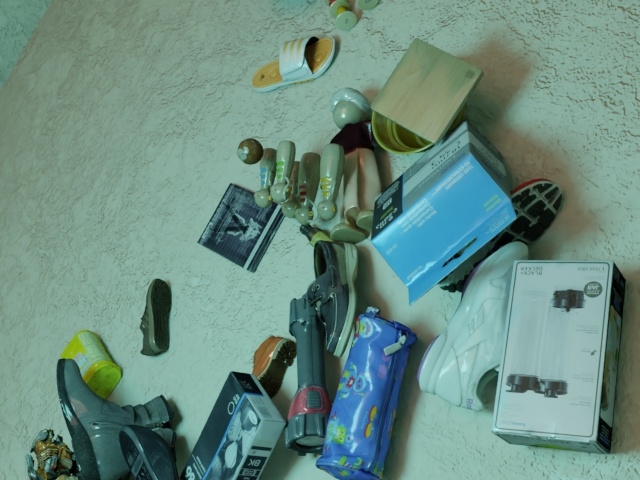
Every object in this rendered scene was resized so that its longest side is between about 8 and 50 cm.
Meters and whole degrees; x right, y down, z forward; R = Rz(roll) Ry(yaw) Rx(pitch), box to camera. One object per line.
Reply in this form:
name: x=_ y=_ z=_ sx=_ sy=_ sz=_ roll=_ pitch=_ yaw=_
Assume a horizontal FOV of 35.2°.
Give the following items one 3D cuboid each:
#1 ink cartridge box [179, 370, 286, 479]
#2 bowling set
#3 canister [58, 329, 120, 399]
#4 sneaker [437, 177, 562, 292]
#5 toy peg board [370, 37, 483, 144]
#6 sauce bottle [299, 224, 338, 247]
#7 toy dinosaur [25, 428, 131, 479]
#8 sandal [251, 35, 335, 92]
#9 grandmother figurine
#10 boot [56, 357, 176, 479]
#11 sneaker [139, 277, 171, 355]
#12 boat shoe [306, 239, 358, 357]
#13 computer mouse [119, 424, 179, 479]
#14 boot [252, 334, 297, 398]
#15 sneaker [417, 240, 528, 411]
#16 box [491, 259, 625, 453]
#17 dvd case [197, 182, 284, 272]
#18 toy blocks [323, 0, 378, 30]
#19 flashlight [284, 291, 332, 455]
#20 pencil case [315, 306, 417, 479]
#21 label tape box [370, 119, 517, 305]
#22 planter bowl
ink cartridge box: x=-0.186 y=0.435 z=1.954 sx=0.165 sy=0.065 sz=0.332 roll=45 pitch=117 yaw=51
bowling set: x=-0.087 y=-0.118 z=2.083 sx=0.287 sy=0.200 sz=0.154 roll=163 pitch=115 yaw=-70
canister: x=-0.561 y=0.308 z=2.439 sx=0.126 sy=0.073 sz=0.170 roll=-53 pitch=41 yaw=7
sneaker: x=0.297 y=-0.030 z=1.801 sx=0.279 sy=0.107 sz=0.118 roll=-38 pitch=33 yaw=16
toy peg board: x=0.211 y=-0.272 z=1.914 sx=0.160 sy=0.079 sz=0.161 roll=33 pitch=91 yaw=29
sauce bottle: x=0.000 y=0.000 z=2.105 sx=0.042 sy=0.042 sz=0.128 roll=-55 pitch=40 yaw=4
toy dinosaur: x=-0.539 y=0.552 z=2.174 sx=0.164 sy=0.218 sz=0.322 roll=-30 pitch=50 yaw=28
sandal: x=-0.082 y=-0.418 z=2.386 sx=0.265 sy=0.076 sz=0.102 roll=-16 pitch=58 yaw=37
grandmother figurine: x=0.074 y=-0.173 z=2.091 sx=0.208 sy=0.104 sz=0.342 roll=-21 pitch=57 yaw=24
boot: x=-0.444 y=0.378 z=2.209 sx=0.223 sy=0.118 sz=0.338 roll=-16 pitch=54 yaw=-15
sneaker: x=-0.397 y=0.179 z=2.359 sx=0.071 sy=0.066 sz=0.188 roll=-25 pitch=52 yaw=33
boat shoe: x=0.018 y=0.105 z=1.937 sx=0.285 sy=0.092 sz=0.103 roll=-85 pitch=12 yaw=-47
computer mouse: x=-0.316 y=0.483 z=2.025 sx=0.272 sy=0.072 sz=0.188 roll=60 pitch=148 yaw=15
boot: x=-0.116 y=0.264 z=2.059 sx=0.084 sy=0.059 sz=0.158 roll=19 pitch=73 yaw=50
sneaker: x=0.294 y=0.149 z=1.720 sx=0.152 sy=0.114 sz=0.305 roll=27 pitch=85 yaw=24
box: x=0.377 y=0.180 z=1.592 sx=0.169 sy=0.087 sz=0.290 roll=-1 pitch=66 yaw=30
dvd case: x=-0.180 y=-0.032 z=2.309 sx=0.221 sy=0.018 sz=0.164 roll=25 pitch=85 yaw=48
toy blocks: x=0.065 y=-0.575 z=2.352 sx=0.123 sy=0.054 sz=0.148 roll=-40 pitch=45 yaw=21
flashlight: x=-0.021 y=0.257 z=1.947 sx=0.103 sy=0.103 sz=0.304 roll=-24 pitch=48 yaw=26
pencil case: x=0.088 y=0.280 z=1.805 sx=0.133 sy=0.119 sz=0.306 roll=-14 pitch=57 yaw=64
label tape box: x=0.209 y=-0.061 z=1.779 sx=0.240 sy=0.106 sz=0.333 roll=-42 pitch=13 yaw=19
planter bowl: x=0.215 y=-0.249 z=2.001 sx=0.217 sy=0.090 sz=0.217 roll=-19 pitch=56 yaw=31
